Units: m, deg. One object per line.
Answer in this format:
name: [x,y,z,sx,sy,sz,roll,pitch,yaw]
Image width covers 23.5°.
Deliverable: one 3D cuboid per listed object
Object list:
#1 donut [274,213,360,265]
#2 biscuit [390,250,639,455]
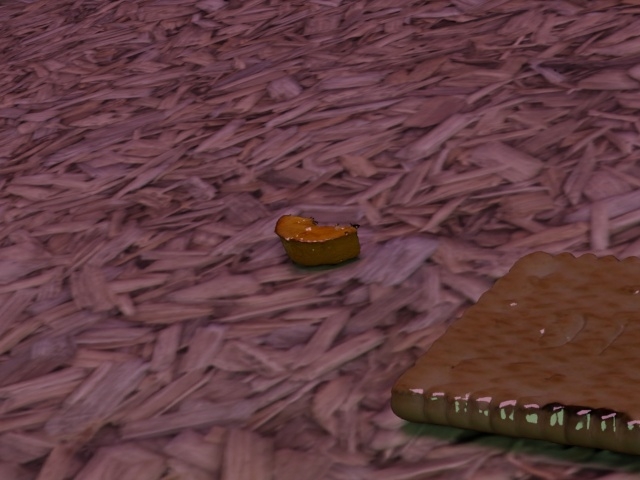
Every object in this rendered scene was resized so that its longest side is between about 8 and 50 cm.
donut: [0.000,0.000,1.420,0.083,0.038,0.067,-7,21,11]
biscuit: [0.225,0.079,1.060,0.325,0.044,0.217,3,30,41]
